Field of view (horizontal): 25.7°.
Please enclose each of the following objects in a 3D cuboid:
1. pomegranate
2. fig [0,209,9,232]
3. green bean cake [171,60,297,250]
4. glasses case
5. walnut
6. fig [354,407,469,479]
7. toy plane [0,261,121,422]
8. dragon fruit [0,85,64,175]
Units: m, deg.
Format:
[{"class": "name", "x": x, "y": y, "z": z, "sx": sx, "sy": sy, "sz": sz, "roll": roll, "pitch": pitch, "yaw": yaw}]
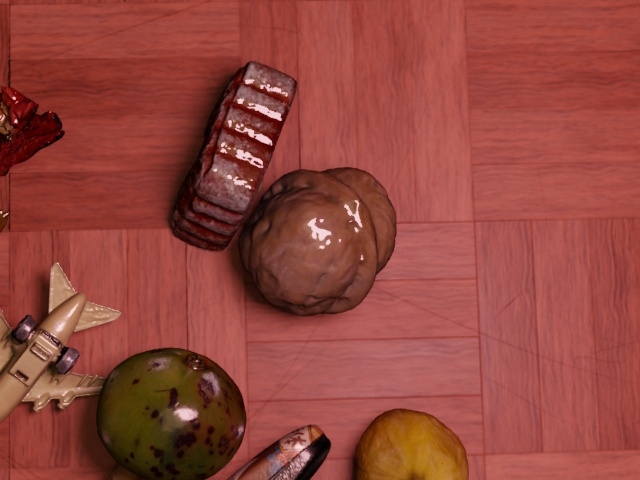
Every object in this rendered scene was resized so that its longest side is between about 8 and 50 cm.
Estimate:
[{"class": "pomegranate", "x": -0.212, "y": 0.259, "z": 1.895, "sx": 0.202, "sy": 0.202, "sz": 0.248, "roll": 28, "pitch": 112, "yaw": 1}, {"class": "fig", "x": -0.544, "y": 0.092, "z": 1.831, "sx": 0.286, "sy": 0.286, "sz": 0.369, "roll": 42, "pitch": 88, "yaw": 3}, {"class": "green bean cake", "x": -0.122, "y": -0.123, "z": 1.966, "sx": 0.097, "sy": 0.198, "sz": 0.233, "roll": 23, "pitch": 66, "yaw": -8}, {"class": "glasses case", "x": -0.115, "y": 0.367, "z": 1.901, "sx": 0.321, "sy": 0.122, "sz": 0.082, "roll": -41, "pitch": 81, "yaw": -7}, {"class": "walnut", "x": 0.000, "y": 0.000, "z": 1.909, "sx": 0.224, "sy": 0.224, "sz": 0.224, "roll": 0, "pitch": 82, "yaw": -3}, {"class": "fig", "x": 0.119, "y": 0.316, "z": 1.858, "sx": 0.159, "sy": 0.257, "sz": 0.159, "roll": 0, "pitch": 98, "yaw": 0}, {"class": "toy plane", "x": -0.398, "y": 0.166, "z": 1.933, "sx": 0.242, "sy": 0.104, "sz": 0.256, "roll": 39, "pitch": 75, "yaw": -13}, {"class": "dragon fruit", "x": -0.413, "y": -0.145, "z": 1.927, "sx": 0.122, "sy": 0.192, "sz": 0.092, "roll": 19, "pitch": 75, "yaw": -14}]
